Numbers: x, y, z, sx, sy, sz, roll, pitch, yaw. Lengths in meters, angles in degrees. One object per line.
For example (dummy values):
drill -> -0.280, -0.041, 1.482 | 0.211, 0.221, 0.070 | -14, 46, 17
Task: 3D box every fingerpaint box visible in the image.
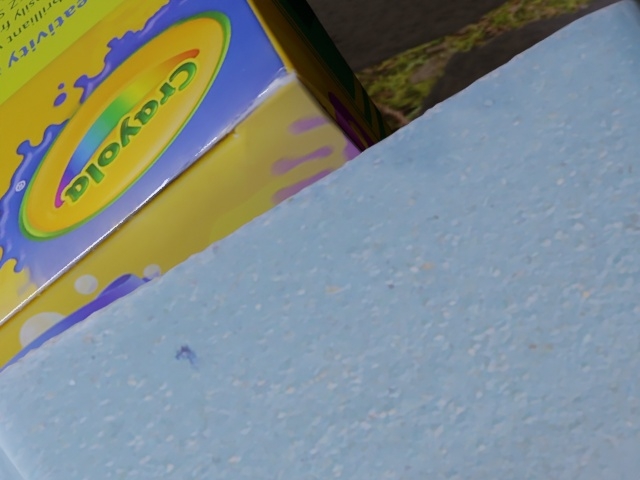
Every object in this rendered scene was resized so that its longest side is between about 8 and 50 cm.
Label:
fingerpaint box -> -0.186, 0.019, 0.710 | 0.445, 0.163, 0.371 | -39, 38, 9

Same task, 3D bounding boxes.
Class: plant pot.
plant pot -> 0.079, 0.132, 0.461 | 0.248, 0.247, 0.252 | -31, 57, -4
